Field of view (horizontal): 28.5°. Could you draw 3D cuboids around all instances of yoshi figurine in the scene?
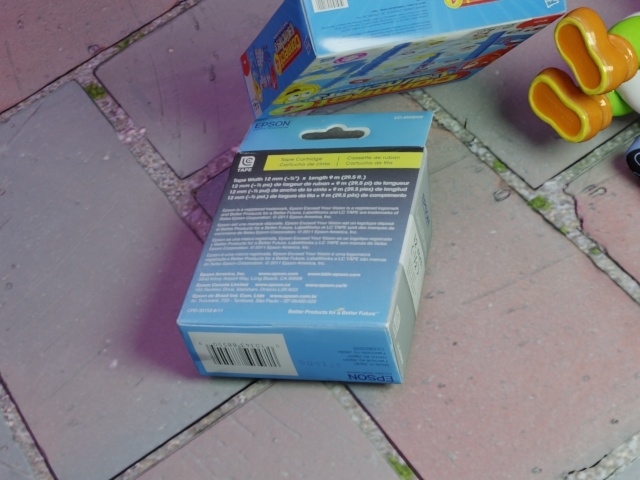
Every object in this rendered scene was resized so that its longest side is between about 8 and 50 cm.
[{"bbox_3d":[0.414,-0.268,1.529,0.362,0.203,0.203,-23,22,-25],"label":"yoshi figurine"}]

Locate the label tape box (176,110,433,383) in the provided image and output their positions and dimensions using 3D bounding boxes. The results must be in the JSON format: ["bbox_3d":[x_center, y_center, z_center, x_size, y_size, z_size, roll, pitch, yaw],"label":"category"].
[{"bbox_3d":[0.000,0.000,1.508,0.249,0.115,0.348,0,46,18],"label":"label tape box"}]

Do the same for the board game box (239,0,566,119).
[{"bbox_3d":[0.087,-0.244,1.505,0.308,0.302,0.086,-13,86,-16],"label":"board game box"}]

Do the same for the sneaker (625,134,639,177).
[{"bbox_3d":[0.432,-0.044,1.425,0.232,0.081,0.090,31,62,34],"label":"sneaker"}]
